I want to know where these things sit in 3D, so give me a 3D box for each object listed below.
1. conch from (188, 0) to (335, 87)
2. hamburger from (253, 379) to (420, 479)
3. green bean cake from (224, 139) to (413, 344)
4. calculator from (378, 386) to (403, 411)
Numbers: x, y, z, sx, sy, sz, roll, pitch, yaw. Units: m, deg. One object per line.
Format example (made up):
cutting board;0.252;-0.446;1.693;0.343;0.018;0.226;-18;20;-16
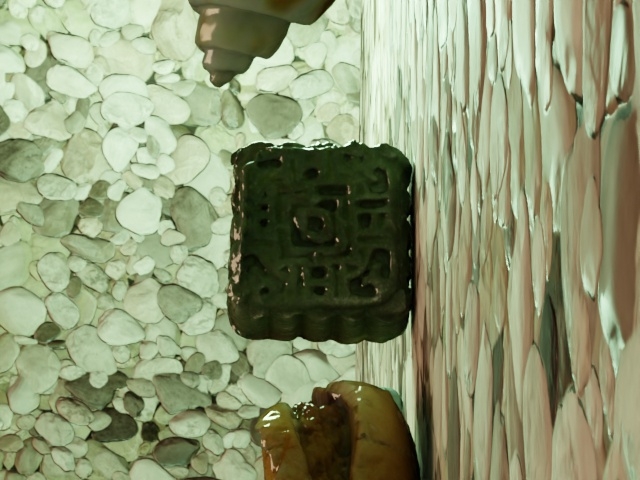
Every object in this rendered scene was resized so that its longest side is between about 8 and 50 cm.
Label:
conch;0.001;-0.285;0.960;0.249;0.197;0.368;-165;69;-68
hamburger;0.017;0.252;1.318;0.283;0.145;0.259;110;157;-75
green bean cake;0.000;0.000;1.457;0.094;0.173;0.181;87;-175;-75
calculator;0.060;0.225;1.646;0.246;0.045;0.141;89;-178;-83
